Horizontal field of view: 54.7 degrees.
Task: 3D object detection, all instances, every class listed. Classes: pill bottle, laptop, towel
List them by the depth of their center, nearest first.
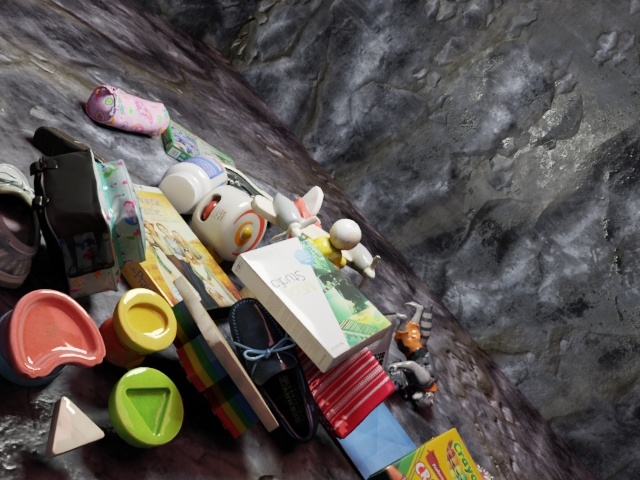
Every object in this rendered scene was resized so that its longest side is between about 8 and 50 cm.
[{"bbox_3d":[0.034,0.300,1.454,0.275,0.199,0.031,54,-24,1],"label":"towel"},{"bbox_3d":[0.188,0.423,1.639,0.236,0.408,0.382,14,2,26],"label":"laptop"},{"bbox_3d":[-0.381,-0.163,1.830,0.152,0.152,0.272,43,16,-5],"label":"pill bottle"}]

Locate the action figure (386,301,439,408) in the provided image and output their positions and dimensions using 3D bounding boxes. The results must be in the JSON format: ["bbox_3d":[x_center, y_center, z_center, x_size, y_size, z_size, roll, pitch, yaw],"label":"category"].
[{"bbox_3d":[0.302,0.383,1.992,0.341,0.178,0.330,-15,93,-75],"label":"action figure"}]

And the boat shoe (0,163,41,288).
[{"bbox_3d":[-0.576,-0.049,1.162,0.118,0.103,0.320,31,21,-39],"label":"boat shoe"}]

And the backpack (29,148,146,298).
[{"bbox_3d":[-0.432,-0.022,1.167,0.191,0.254,0.225,-8,48,-23],"label":"backpack"}]

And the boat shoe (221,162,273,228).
[{"bbox_3d":[-0.286,-0.141,2.074,0.340,0.127,0.113,37,41,-33],"label":"boat shoe"}]

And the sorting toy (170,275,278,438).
[{"bbox_3d":[-0.215,0.236,1.212,0.255,0.089,0.257,42,-19,53],"label":"sorting toy"}]

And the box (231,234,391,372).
[{"bbox_3d":[-0.017,0.130,1.414,0.322,0.058,0.232,46,36,19],"label":"box"}]

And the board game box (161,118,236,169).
[{"bbox_3d":[-0.430,-0.303,2.243,0.317,0.046,0.213,32,20,-37],"label":"board game box"}]

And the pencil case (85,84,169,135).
[{"bbox_3d":[-0.602,-0.407,1.956,0.124,0.124,0.284,49,16,15],"label":"pencil case"}]

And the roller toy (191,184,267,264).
[{"bbox_3d":[-0.251,-0.044,1.733,0.146,0.191,0.209,29,37,30],"label":"roller toy"}]

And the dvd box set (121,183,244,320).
[{"bbox_3d":[-0.389,0.024,1.508,0.420,0.062,0.307,50,17,17],"label":"dvd box set"}]

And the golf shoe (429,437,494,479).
[{"bbox_3d":[0.368,0.657,1.728,0.115,0.140,0.306,15,3,-12],"label":"golf shoe"}]

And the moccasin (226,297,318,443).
[{"bbox_3d":[-0.087,0.275,1.344,0.342,0.137,0.117,58,-9,2],"label":"moccasin"}]

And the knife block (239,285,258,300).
[{"bbox_3d":[-0.148,0.228,1.543,0.276,0.088,0.242,49,16,12],"label":"knife block"}]

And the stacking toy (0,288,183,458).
[{"bbox_3d":[-0.381,0.226,1.019,0.309,0.130,0.280,11,53,-51],"label":"stacking toy"}]

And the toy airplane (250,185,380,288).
[{"bbox_3d":[0.000,0.000,1.746,0.384,0.272,0.386,61,34,-4],"label":"toy airplane"}]

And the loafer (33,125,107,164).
[{"bbox_3d":[-0.601,-0.212,1.545,0.220,0.080,0.078,41,16,-11],"label":"loafer"}]

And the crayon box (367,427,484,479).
[{"bbox_3d":[0.282,0.581,1.464,0.318,0.081,0.202,-12,65,-43],"label":"crayon box"}]
